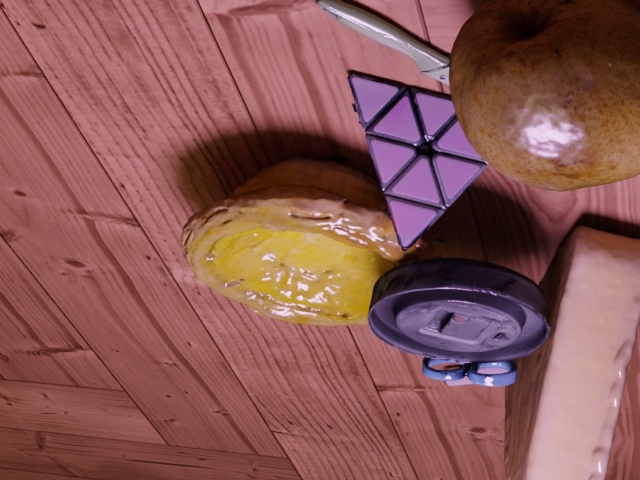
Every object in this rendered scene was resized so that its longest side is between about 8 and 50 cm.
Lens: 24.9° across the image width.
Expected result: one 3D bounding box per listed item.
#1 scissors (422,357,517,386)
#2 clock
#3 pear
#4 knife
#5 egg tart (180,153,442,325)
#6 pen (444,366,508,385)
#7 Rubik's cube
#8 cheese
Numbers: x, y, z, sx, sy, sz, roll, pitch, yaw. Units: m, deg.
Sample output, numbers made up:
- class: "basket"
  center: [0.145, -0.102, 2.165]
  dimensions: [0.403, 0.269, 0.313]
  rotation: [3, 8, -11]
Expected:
- class: "scissors"
  center: [0.225, 0.149, 1.973]
  dimensions: [0.125, 0.030, 0.256]
  rotation: [5, -166, 19]
- class: "clock"
  center: [0.170, 0.089, 1.792]
  dimensions: [0.226, 0.049, 0.226]
  rotation: [5, 153, 2]
- class: "pear"
  center: [0.237, -0.153, 1.425]
  dimensions: [0.228, 0.188, 0.211]
  rotation: [-7, 153, 33]
- class: "knife"
  center: [0.117, -0.196, 1.580]
  dimensions: [0.293, 0.020, 0.043]
  rotation: [24, 148, -21]
- class: "egg tart"
  center: [0.000, 0.000, 1.863]
  dimensions: [0.345, 0.132, 0.345]
  rotation: [10, 151, 5]
- class: "pen"
  center: [0.302, 0.195, 2.193]
  dimensions: [0.269, 0.033, 0.033]
  rotation: [-11, 143, 37]
- class: "Rubik's cube"
  center: [0.155, -0.085, 1.655]
  dimensions: [0.178, 0.190, 0.211]
  rotation: [-17, 148, 16]
- class: "cheese"
  center: [0.314, 0.204, 1.873]
  dimensions: [0.104, 0.384, 0.384]
  rotation: [12, 152, -1]
